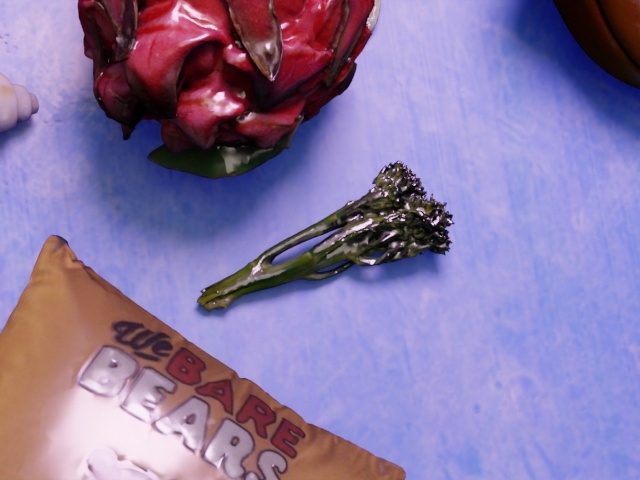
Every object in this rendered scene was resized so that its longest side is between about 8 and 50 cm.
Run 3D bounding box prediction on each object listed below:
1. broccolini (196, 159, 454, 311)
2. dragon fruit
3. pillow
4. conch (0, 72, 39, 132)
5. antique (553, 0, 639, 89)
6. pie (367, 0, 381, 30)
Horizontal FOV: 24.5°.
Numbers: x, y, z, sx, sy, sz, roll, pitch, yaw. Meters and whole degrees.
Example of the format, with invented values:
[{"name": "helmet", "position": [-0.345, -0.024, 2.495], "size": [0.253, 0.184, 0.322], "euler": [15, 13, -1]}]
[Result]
[{"name": "broccolini", "position": [0.002, 0.006, 1.116], "size": [0.201, 0.058, 0.074], "euler": [-23, 68, 5]}, {"name": "dragon fruit", "position": [-0.079, -0.194, 1.035], "size": [0.233, 0.234, 0.293], "euler": [-19, 99, -10]}, {"name": "pillow", "position": [-0.142, 0.199, 1.008], "size": [0.310, 0.119, 0.312], "euler": [32, 68, 3]}, {"name": "conch", "position": [-0.340, -0.105, 1.033], "size": [0.274, 0.183, 0.149], "euler": [19, 48, -14]}, {"name": "antique", "position": [0.269, -0.223, 1.115], "size": [0.278, 0.129, 0.224], "euler": [9, 94, -26]}, {"name": "pie", "position": [0.008, -0.187, 1.158], "size": [0.085, 0.017, 0.085], "euler": [1, 80, -7]}]
